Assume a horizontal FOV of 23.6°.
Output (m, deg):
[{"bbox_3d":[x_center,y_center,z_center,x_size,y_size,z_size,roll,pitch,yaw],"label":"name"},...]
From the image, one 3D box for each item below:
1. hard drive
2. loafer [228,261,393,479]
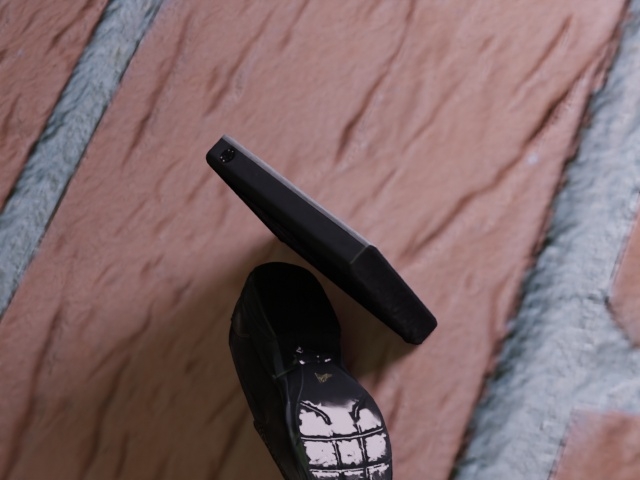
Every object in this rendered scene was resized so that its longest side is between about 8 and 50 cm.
[{"bbox_3d":[0.000,0.000,0.859,0.022,0.094,0.135,-47,49,-5],"label":"hard drive"},{"bbox_3d":[-0.008,0.096,0.836,0.061,0.062,0.170,-53,43,43],"label":"loafer"}]
